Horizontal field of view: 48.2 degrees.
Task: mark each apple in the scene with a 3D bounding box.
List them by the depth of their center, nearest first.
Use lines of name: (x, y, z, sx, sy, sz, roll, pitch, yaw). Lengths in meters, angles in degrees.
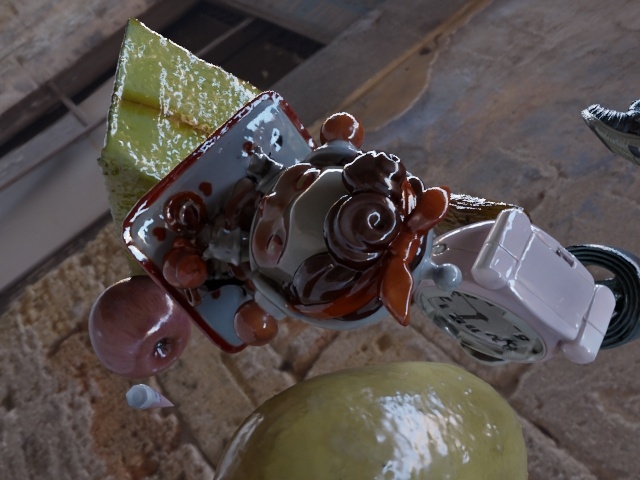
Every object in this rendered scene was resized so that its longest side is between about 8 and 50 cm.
apple: (-0.262, 0.131, 1.059, 0.120, 0.153, 0.153, 30, -20, 37)

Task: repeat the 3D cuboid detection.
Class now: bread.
bread: (-0.263, -0.088, 1.043, 0.245, 0.233, 0.361, 22, -34, -34)

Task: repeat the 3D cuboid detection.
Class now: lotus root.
lotus root: (0.039, 0.155, 0.457, 0.131, 0.303, 0.146, -47, -120, 40)

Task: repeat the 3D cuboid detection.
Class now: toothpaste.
toothpaste: (-0.314, 0.289, 1.315, 0.067, 0.043, 0.194, 28, -12, 4)

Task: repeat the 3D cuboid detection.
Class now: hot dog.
hot dog: (0.359, -0.035, 1.697, 0.272, 0.122, 0.196, 15, -29, 40)

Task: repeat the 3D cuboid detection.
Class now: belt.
belt: (0.528, 0.110, 1.420, 0.267, 0.116, 0.206, -3, -92, 44)

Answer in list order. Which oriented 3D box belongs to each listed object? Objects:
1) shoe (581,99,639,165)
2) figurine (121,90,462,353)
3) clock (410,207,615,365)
shoe: (0.372, -0.136, 0.853, 0.064, 0.071, 0.143, 38, 6, -34)
figurine: (0.000, 0.000, 0.509, 0.160, 0.183, 0.226, 53, -20, -27)
clock: (0.311, 0.100, 1.313, 0.342, 0.184, 0.326, 42, -29, -15)
